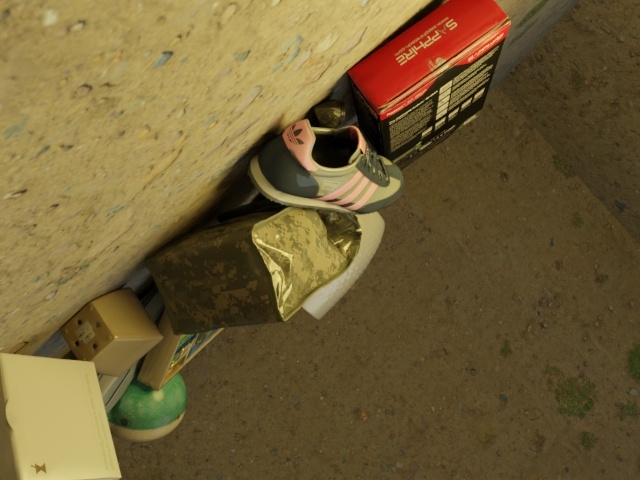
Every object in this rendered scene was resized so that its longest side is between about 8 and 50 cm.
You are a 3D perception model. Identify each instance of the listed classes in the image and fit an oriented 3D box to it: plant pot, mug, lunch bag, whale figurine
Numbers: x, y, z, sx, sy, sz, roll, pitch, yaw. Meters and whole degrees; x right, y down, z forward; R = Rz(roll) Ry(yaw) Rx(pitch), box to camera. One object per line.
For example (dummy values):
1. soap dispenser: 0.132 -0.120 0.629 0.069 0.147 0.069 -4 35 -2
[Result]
1. plant pot: -0.338 0.147 0.995 0.109 0.109 0.096 -41 165 10
2. mug: 0.000 0.000 1.729 0.328 0.276 0.374 -46 160 -2
3. lunch bag: -0.093 0.022 1.040 0.236 0.168 0.287 -12 -168 35
4. whale figurine: -0.403 0.295 1.286 0.216 0.272 0.141 -36 143 -64

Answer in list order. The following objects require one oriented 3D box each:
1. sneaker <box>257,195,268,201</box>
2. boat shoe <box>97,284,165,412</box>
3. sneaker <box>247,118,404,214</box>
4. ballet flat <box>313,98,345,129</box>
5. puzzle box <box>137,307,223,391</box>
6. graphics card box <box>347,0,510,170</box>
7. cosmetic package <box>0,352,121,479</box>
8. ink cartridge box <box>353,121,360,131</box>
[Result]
1. sneaker: -0.049 -0.090 1.299 0.222 0.083 0.118 -37 175 -43
2. boat shoe: -0.367 0.183 1.193 0.302 0.094 0.109 -56 166 -17
3. sneaker: 0.048 -0.115 0.971 0.319 0.112 0.131 -4 153 -46
4. ballet flat: -0.002 -0.181 1.014 0.049 0.057 0.173 1 164 -13
5. puzzle box: -0.216 0.108 1.323 0.272 0.052 0.409 -65 172 23
6. graphics card box: 0.176 -0.245 1.067 0.233 0.094 0.371 -36 167 1
7. cosmetic package: -0.471 0.343 0.902 0.366 0.196 0.155 -40 146 21
8. ink cartridge box: 0.048 -0.185 1.374 0.135 0.056 0.099 -41 178 1
